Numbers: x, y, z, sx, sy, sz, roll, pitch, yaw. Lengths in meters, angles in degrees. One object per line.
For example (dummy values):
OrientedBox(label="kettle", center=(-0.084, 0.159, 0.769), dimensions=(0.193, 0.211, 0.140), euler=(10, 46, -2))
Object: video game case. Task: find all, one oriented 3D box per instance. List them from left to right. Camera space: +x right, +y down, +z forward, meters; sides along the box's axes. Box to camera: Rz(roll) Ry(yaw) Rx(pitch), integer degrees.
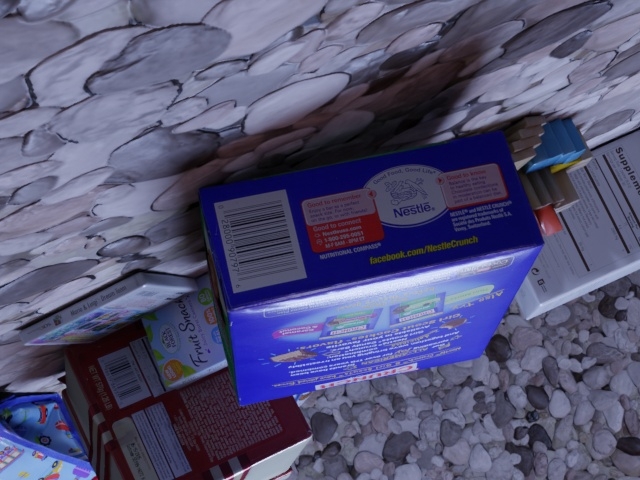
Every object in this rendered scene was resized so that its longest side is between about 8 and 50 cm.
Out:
OrientedBox(label="video game case", center=(-0.216, 0.072, 1.164), dimensions=(0.143, 0.019, 0.157), euler=(-26, 171, 10))

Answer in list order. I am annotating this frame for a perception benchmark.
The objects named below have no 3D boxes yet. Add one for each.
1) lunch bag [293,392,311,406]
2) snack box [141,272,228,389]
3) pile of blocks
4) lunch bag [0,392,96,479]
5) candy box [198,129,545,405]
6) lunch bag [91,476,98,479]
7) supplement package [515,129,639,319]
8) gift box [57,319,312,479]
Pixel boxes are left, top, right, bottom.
OrientedBox(label="lunch bag", center=(-0.012, 0.128, 1.554), dimensions=(0.243, 0.115, 0.303), euler=(-45, -179, -25))
OrientedBox(label="snack box", center=(-0.120, 0.091, 1.239), dimensions=(0.141, 0.100, 0.037), euler=(-25, 162, 7))
OrientedBox(label="pile of blocks", center=(0.225, -0.058, 1.243), dimensions=(0.362, 0.112, 0.149), euler=(-15, 166, -45))
OrientedBox(label="lunch bag", center=(-0.451, 0.305, 1.441), dimensions=(0.221, 0.138, 0.293), euler=(-36, 164, 1))
OrientedBox(label="candy box", center=(0.035, 0.040, 1.037), dimensions=(0.268, 0.122, 0.317), euler=(-11, 157, -7))
OrientedBox(label="lunch bag", center=(-0.367, 0.379, 2.140), dimensions=(0.258, 0.120, 0.293), euler=(-31, 171, 24))
OrientedBox(label="supplement package", center=(0.404, -0.029, 1.628), dimensions=(0.293, 0.175, 0.177), euler=(-24, 169, -2))
OrientedBox(label="gift box", center=(-0.193, 0.219, 1.363), dimensions=(0.276, 0.255, 0.258), euler=(-18, 160, -18))
